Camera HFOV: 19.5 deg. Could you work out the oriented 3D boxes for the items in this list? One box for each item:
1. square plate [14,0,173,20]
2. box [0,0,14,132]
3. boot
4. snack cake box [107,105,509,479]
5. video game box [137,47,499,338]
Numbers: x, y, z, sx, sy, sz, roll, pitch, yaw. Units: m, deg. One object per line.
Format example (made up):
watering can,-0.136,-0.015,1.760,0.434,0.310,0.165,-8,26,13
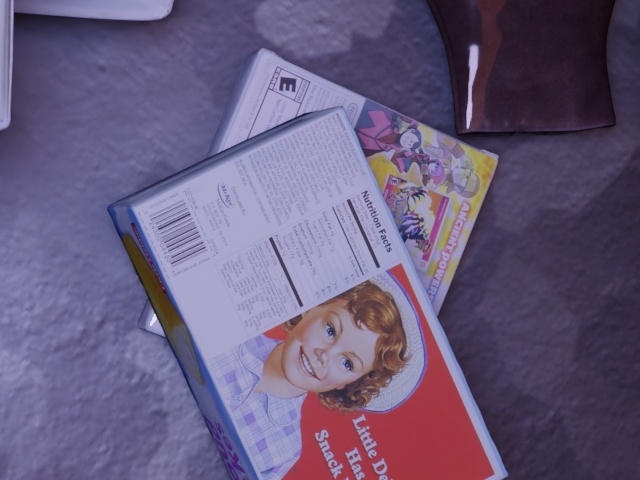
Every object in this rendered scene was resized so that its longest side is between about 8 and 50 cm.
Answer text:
square plate,-0.254,-0.313,1.126,0.347,0.049,0.344,2,88,-3
box,-0.278,-0.095,1.032,0.148,0.311,0.121,5,80,-26
boot,0.096,-0.176,1.272,0.248,0.090,0.207,1,87,-20
snack cake box,-0.008,0.064,1.193,0.152,0.089,0.264,-26,98,-16
video game box,0.000,0.000,1.265,0.187,0.048,0.205,24,83,-13
